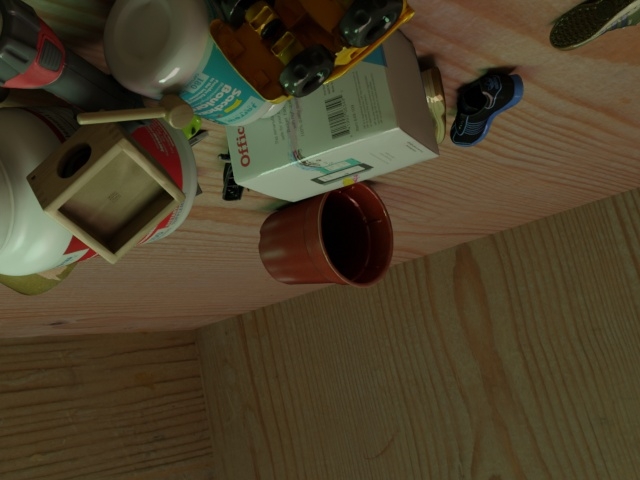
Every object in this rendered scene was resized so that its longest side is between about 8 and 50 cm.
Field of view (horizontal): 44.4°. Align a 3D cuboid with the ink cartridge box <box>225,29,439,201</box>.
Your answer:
[{"bbox_3d":[0.011,-0.199,1.214,0.270,0.198,0.197,-16,168,23],"label":"ink cartridge box"}]

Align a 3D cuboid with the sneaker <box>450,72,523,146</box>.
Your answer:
[{"bbox_3d":[0.295,-0.253,1.522,0.090,0.081,0.232,-3,159,-21],"label":"sneaker"}]

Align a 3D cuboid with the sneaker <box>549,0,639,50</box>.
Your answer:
[{"bbox_3d":[0.463,-0.352,1.237,0.086,0.064,0.192,4,158,-35],"label":"sneaker"}]

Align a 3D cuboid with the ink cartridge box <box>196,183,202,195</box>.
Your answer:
[{"bbox_3d":[-0.406,-0.058,1.573,0.239,0.060,0.275,-18,-171,25],"label":"ink cartridge box"}]

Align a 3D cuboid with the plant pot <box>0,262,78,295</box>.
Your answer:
[{"bbox_3d":[-0.572,-0.054,1.363,0.237,0.237,0.254,-17,151,26],"label":"plant pot"}]

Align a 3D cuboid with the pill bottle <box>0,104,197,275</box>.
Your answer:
[{"bbox_3d":[-0.380,-0.078,1.127,0.229,0.229,0.407,-18,-179,29],"label":"pill bottle"}]

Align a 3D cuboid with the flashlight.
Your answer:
[{"bbox_3d":[-0.315,-0.195,0.924,0.103,0.103,0.304,-31,168,6],"label":"flashlight"}]

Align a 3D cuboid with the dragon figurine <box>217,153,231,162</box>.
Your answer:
[{"bbox_3d":[-0.062,-0.178,1.441,0.289,0.144,0.085,13,-162,-37],"label":"dragon figurine"}]

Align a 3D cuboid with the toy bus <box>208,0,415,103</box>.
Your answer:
[{"bbox_3d":[0.003,-0.263,0.956,0.220,0.149,0.211,-40,170,8],"label":"toy bus"}]

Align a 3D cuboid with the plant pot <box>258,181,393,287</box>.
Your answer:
[{"bbox_3d":[0.000,0.000,2.007,0.272,0.272,0.265,1,170,-45],"label":"plant pot"}]

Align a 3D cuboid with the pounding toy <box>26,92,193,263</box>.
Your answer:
[{"bbox_3d":[-0.247,-0.108,0.948,0.206,0.094,0.181,-43,137,-1],"label":"pounding toy"}]

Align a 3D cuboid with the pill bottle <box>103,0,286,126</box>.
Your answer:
[{"bbox_3d":[-0.144,-0.235,1.033,0.146,0.146,0.264,-18,166,27],"label":"pill bottle"}]

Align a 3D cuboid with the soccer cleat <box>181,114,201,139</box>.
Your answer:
[{"bbox_3d":[-0.291,-0.181,1.367,0.179,0.072,0.060,-28,125,2],"label":"soccer cleat"}]

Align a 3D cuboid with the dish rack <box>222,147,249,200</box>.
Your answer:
[{"bbox_3d":[-0.067,-0.159,1.611,0.271,0.074,0.208,-8,168,-14],"label":"dish rack"}]

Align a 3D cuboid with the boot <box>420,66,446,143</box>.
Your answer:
[{"bbox_3d":[0.125,-0.226,1.437,0.203,0.095,0.262,-11,170,7],"label":"boot"}]

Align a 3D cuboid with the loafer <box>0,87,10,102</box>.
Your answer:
[{"bbox_3d":[-0.438,-0.223,0.996,0.087,0.094,0.251,-16,179,-44],"label":"loafer"}]

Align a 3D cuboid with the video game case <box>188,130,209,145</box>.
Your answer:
[{"bbox_3d":[-0.269,-0.160,1.440,0.087,0.011,0.122,-23,-168,44],"label":"video game case"}]
